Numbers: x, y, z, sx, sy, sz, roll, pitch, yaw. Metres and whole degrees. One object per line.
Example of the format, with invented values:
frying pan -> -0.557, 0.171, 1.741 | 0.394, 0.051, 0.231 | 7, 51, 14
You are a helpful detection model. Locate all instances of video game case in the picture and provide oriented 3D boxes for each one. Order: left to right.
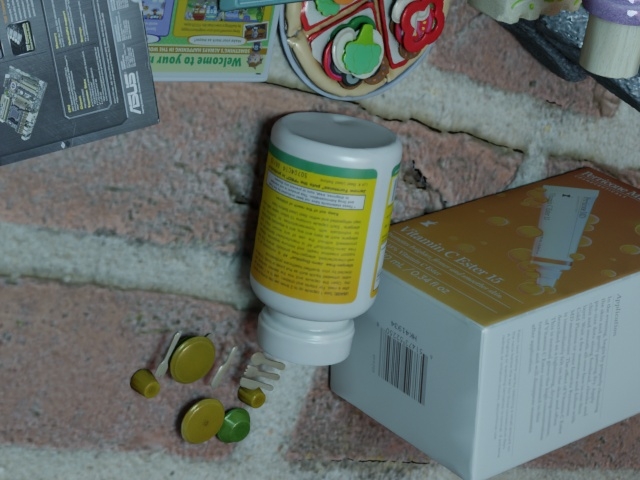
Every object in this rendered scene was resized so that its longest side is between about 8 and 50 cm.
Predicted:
video game case -> -0.114, -0.222, 1.326 | 0.212, 0.023, 0.193 | -5, 114, -40

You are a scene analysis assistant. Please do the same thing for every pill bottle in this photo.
pill bottle -> 0.000, 0.000, 1.469 | 0.117, 0.117, 0.208 | -8, 116, -38

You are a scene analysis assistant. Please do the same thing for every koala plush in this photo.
koala plush -> 0.277, -0.268, 1.529 | 0.203, 0.196, 0.221 | 36, 90, -35

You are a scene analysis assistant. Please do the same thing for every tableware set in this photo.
tableware set -> -0.108, 0.137, 1.515 | 0.154, 0.024, 0.104 | 20, 101, -46

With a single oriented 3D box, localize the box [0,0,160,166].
box -> -0.222, -0.168, 1.190 | 0.183, 0.056, 0.231 | -16, 128, -13

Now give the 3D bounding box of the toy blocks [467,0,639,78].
toy blocks -> 0.236, -0.294, 1.178 | 0.288, 0.309, 0.260 | -15, 127, -35

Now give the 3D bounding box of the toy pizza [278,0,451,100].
toy pizza -> 0.049, -0.218, 1.461 | 0.201, 0.032, 0.201 | -19, 123, -33

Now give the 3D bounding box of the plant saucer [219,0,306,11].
plant saucer -> 0.001, -0.232, 1.383 | 0.192, 0.018, 0.067 | -13, 117, -34

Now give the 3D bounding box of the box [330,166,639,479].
box -> 0.210, 0.071, 1.616 | 0.345, 0.215, 0.168 | -17, 121, -35
